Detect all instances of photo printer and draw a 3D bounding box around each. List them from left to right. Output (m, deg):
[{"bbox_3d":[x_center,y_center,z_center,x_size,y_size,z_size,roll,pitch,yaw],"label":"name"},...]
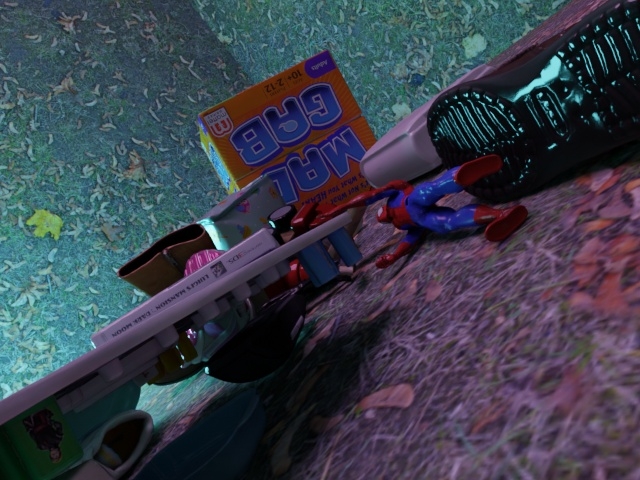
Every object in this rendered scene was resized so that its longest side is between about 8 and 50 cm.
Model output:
[{"bbox_3d":[0.224,-0.223,1.158,0.256,0.107,0.307,-41,7,-16],"label":"photo printer"}]

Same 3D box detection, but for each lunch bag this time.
[{"bbox_3d":[-0.137,-0.002,1.167,0.160,0.223,0.262,-24,15,38],"label":"lunch bag"}]

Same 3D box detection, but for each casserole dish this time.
[{"bbox_3d":[-0.118,0.211,0.507,0.188,0.037,0.114,-38,7,17],"label":"casserole dish"}]

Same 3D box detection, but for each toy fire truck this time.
[{"bbox_3d":[0.000,0.000,0.888,0.246,0.159,0.217,-12,26,30],"label":"toy fire truck"}]

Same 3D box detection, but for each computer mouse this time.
[{"bbox_3d":[-0.028,0.099,0.691,0.184,0.060,0.262,-33,3,16],"label":"computer mouse"}]

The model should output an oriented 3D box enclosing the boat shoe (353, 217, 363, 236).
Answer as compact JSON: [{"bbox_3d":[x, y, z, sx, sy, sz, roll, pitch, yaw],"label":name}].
[{"bbox_3d":[0.028,-0.007,1.076,0.137,0.049,0.043,-45,6,-7],"label":"boat shoe"}]

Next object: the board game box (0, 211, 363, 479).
[{"bbox_3d":[-0.186,0.133,0.501,0.390,0.050,0.390,-33,-2,39],"label":"board game box"}]

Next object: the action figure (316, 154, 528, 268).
[{"bbox_3d":[0.091,-0.021,0.620,0.139,0.092,0.280,-28,5,-9],"label":"action figure"}]

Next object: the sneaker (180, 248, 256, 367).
[{"bbox_3d":[-0.148,0.101,0.818,0.111,0.103,0.252,0,-36,-22],"label":"sneaker"}]

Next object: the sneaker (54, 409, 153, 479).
[{"bbox_3d":[-0.315,0.308,0.712,0.092,0.087,0.229,-35,10,38],"label":"sneaker"}]

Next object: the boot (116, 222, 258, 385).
[{"bbox_3d":[-0.242,0.122,0.906,0.264,0.096,0.280,-30,-33,1],"label":"boot"}]

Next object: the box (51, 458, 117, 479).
[{"bbox_3d":[-0.183,0.256,0.204,0.148,0.121,0.311,-35,8,31],"label":"box"}]

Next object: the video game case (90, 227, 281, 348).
[{"bbox_3d":[-0.116,0.048,0.546,0.173,0.022,0.190,-33,-3,-3],"label":"video game case"}]

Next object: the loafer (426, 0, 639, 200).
[{"bbox_3d":[0.239,-0.133,0.532,0.130,0.134,0.366,-30,7,-19],"label":"loafer"}]

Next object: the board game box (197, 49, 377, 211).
[{"bbox_3d":[-0.082,-0.219,1.456,0.356,0.356,0.356,-30,5,-10],"label":"board game box"}]

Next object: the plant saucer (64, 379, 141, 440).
[{"bbox_3d":[-0.391,0.307,0.769,0.318,0.043,0.318,-49,-14,-16],"label":"plant saucer"}]
